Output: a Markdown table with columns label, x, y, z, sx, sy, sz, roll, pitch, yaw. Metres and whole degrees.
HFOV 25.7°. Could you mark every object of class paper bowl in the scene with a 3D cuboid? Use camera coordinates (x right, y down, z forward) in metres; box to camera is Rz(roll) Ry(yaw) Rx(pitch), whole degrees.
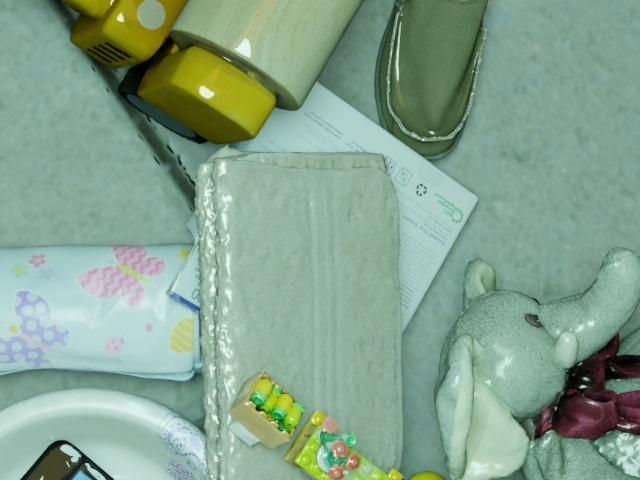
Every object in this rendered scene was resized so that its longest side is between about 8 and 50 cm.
| label | x | y | z | sx | sy | sz | roll | pitch | yaw |
| --- | --- | --- | --- | --- | --- | --- | --- | --- | --- |
| paper bowl | -0.191 | 0.265 | 1.170 | 0.284 | 0.148 | 0.284 | 0 | 83 | -2 |

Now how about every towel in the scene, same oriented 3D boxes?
| label | x | y | z | sx | sy | sz | roll | pitch | yaw |
| --- | --- | --- | --- | --- | --- | --- | --- | --- | --- |
| towel | -0.016 | 0.065 | 1.138 | 0.187 | 0.049 | 0.282 | -1 | 90 | -37 |

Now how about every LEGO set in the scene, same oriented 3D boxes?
| label | x | y | z | sx | sy | sz | roll | pitch | yaw |
| --- | --- | --- | --- | --- | --- | --- | --- | --- | --- |
| LEGO set | 0.037 | 0.224 | 1.049 | 0.132 | 0.107 | 0.287 | -18 | 94 | -22 |

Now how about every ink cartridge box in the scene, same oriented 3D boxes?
| label | x | y | z | sx | sy | sz | roll | pitch | yaw |
| --- | --- | --- | --- | --- | --- | --- | --- | --- | --- |
| ink cartridge box | 0.000 | 0.000 | 1.214 | 0.223 | 0.045 | 0.224 | 34 | 80 | -26 |

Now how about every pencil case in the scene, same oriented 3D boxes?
| label | x | y | z | sx | sy | sz | roll | pitch | yaw |
| --- | --- | --- | --- | --- | --- | --- | --- | --- | --- |
| pencil case | -0.230 | 0.064 | 1.205 | 0.273 | 0.113 | 0.124 | -3 | 58 | -4 |

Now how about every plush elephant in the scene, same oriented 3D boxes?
| label | x | y | z | sx | sy | sz | roll | pitch | yaw |
| --- | --- | --- | --- | --- | --- | --- | --- | --- | --- |
| plush elephant | 0.213 | 0.120 | 1.144 | 0.330 | 0.272 | 0.255 | -29 | 112 | 18 |

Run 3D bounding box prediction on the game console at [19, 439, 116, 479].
| label | x | y | z | sx | sy | sz | roll | pitch | yaw |
| --- | --- | --- | --- | --- | --- | --- | --- | --- | --- |
| game console | -0.187 | 0.239 | 1.057 | 0.144 | 0.085 | 0.124 | 40 | 83 | 1 |

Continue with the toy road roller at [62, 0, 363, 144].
| label | x | y | z | sx | sy | sz | roll | pitch | yaw |
| --- | --- | --- | --- | --- | --- | --- | --- | --- | --- |
| toy road roller | -0.122 | -0.219 | 1.140 | 0.240 | 0.329 | 0.202 | 32 | 82 | -19 |

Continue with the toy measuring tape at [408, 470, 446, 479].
| label | x | y | z | sx | sy | sz | roll | pitch | yaw |
| --- | --- | --- | --- | --- | --- | --- | --- | --- | --- |
| toy measuring tape | 0.018 | 0.326 | 1.213 | 0.121 | 0.121 | 0.330 | 32 | 106 | 1 |

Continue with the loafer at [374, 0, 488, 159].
| label | x | y | z | sx | sy | sz | roll | pitch | yaw |
| --- | --- | --- | --- | --- | --- | --- | --- | --- | --- |
| loafer | 0.103 | -0.199 | 1.264 | 0.094 | 0.087 | 0.251 | 6 | 83 | -2 |
